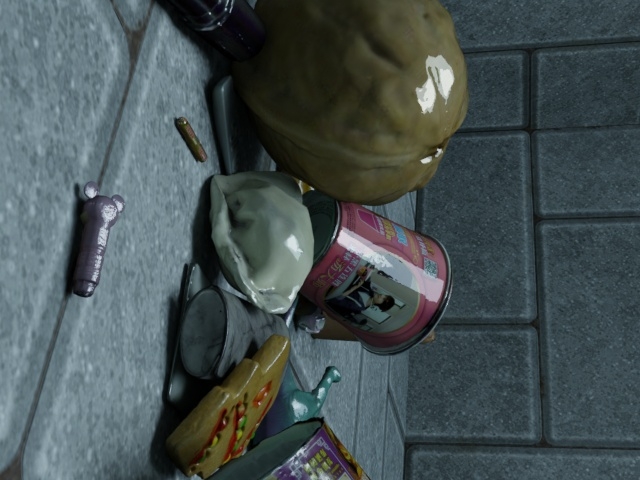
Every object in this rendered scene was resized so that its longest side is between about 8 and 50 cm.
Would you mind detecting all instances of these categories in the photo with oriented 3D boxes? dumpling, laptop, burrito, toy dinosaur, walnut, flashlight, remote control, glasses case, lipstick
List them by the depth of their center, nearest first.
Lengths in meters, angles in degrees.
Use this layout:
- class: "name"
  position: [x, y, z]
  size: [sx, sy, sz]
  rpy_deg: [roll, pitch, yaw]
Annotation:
- class: "flashlight"
  position: [-0.217, 0.001, 0.840]
  size: [0.052, 0.031, 0.110]
  rpy_deg: [32, 58, -47]
- class: "lipstick"
  position: [-0.146, -0.299, 1.084]
  size: [0.300, 0.081, 0.081]
  rpy_deg: [26, 63, -73]
- class: "glasses case"
  position: [-0.105, 0.137, 1.183]
  size: [0.299, 0.060, 0.114]
  rpy_deg: [43, 52, -73]
- class: "laptop"
  position: [-0.145, 0.169, 1.185]
  size: [0.269, 0.015, 0.187]
  rpy_deg: [68, 24, -59]
- class: "dumpling"
  position: [-0.084, -0.006, 1.201]
  size: [0.132, 0.162, 0.250]
  rpy_deg: [-44, -147, 39]
- class: "remote control"
  position: [-0.133, -0.143, 1.261]
  size: [0.050, 0.027, 0.184]
  rpy_deg: [-66, 157, -55]
- class: "walnut"
  position: [0.047, -0.235, 1.319]
  size: [0.381, 0.381, 0.381]
  rpy_deg: [-1, 90, -78]
- class: "toy dinosaur"
  position: [-0.075, 0.323, 1.348]
  size: [0.331, 0.129, 0.383]
  rpy_deg: [-49, 135, -60]
- class: "burrito"
  position: [-0.019, 0.076, 1.686]
  size: [0.064, 0.064, 0.203]
  rpy_deg: [28, 60, -76]

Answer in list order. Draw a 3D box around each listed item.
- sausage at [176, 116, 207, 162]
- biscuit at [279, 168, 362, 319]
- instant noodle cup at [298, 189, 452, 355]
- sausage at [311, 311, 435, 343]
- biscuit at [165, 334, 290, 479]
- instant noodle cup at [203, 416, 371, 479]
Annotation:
- class: "sausage"
  position: [-0.164, -0.129, 1.132]
  size: [0.100, 0.015, 0.015]
  rpy_deg: [67, 24, -60]
- class: "biscuit"
  position: [0.000, 0.000, 1.624]
  size: [0.237, 0.062, 0.290]
  rpy_deg: [13, 74, -53]
- class: "instant noodle cup"
  position: [0.056, 0.040, 1.473]
  size: [0.255, 0.244, 0.244]
  rpy_deg: [33, 49, -36]
- class: "sausage"
  position: [0.105, 0.147, 1.798]
  size: [0.123, 0.253, 0.123]
  rpy_deg: [1, 90, -74]
- class: "biscuit"
  position: [-0.113, 0.223, 1.098]
  size: [0.212, 0.041, 0.239]
  rpy_deg: [-63, 163, 18]
- class: "instant noodle cup"
  position: [-0.029, 0.357, 0.915]
  size: [0.266, 0.340, 0.340]
  rpy_deg: [59, 13, 2]
